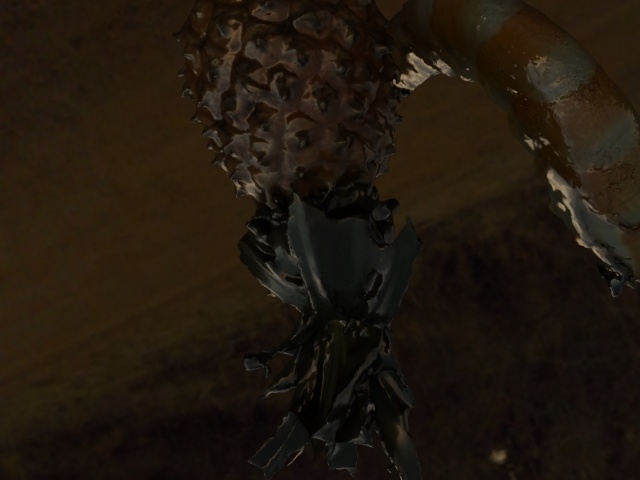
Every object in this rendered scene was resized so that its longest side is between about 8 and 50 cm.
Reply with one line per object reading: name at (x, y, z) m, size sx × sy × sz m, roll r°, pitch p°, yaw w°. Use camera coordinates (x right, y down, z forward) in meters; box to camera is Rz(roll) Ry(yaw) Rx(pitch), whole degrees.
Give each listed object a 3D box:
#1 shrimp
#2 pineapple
shrimp at (0.124, -0.096, 0.805) m, size 0.068 × 0.287 × 0.185 m, roll -41°, pitch 142°, yaw -21°
pineapple at (0.003, -0.001, 0.800) m, size 0.166 × 0.364 × 0.165 m, roll -11°, pitch 176°, yaw -1°
